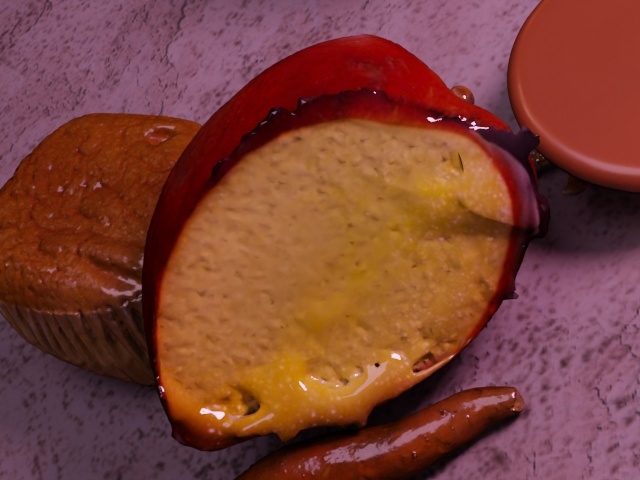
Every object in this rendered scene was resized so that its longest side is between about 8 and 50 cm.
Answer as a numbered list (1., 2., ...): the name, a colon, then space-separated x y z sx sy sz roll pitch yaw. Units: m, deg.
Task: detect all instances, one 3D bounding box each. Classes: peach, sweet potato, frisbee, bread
1. peach: 0.000 0.000 1.372 0.361 0.258 0.201 -52 15 15
2. sweet potato: 0.034 0.168 1.346 0.264 0.057 0.057 -18 53 18
3. frisbee: 0.267 -0.139 1.346 0.251 0.021 0.251 -9 54 12
4. bread: -0.174 0.004 1.546 0.253 0.142 0.227 12 62 42

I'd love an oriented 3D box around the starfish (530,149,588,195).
1. starfish: 0.229 -0.126 1.403 0.208 0.053 0.176 -40 36 0
